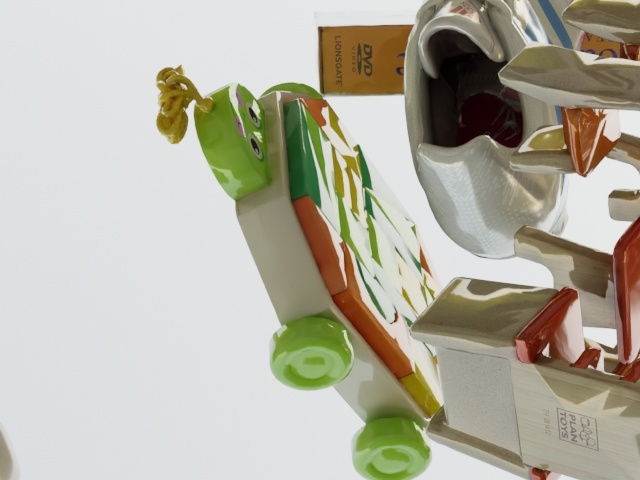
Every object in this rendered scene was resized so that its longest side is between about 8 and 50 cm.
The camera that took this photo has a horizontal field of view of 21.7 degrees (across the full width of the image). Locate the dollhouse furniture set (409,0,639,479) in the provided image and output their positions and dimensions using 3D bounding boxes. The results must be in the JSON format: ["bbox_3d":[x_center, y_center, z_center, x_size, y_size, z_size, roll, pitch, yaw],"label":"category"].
[{"bbox_3d":[0.174,0.027,0.934,0.135,0.262,0.259,12,-142,33],"label":"dollhouse furniture set"}]

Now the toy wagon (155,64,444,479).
[{"bbox_3d":[0.000,0.000,1.186,0.068,0.344,0.267,-23,-138,16],"label":"toy wagon"}]

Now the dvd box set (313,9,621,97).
[{"bbox_3d":[0.204,-0.166,1.423,0.421,0.062,0.307,-1,-170,0],"label":"dvd box set"}]

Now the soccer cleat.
[{"bbox_3d":[0.118,-0.146,1.138,0.116,0.143,0.331,-13,-128,22],"label":"soccer cleat"}]

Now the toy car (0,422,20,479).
[{"bbox_3d":[-0.266,0.210,1.123,0.159,0.136,0.182,-20,-113,-8],"label":"toy car"}]
